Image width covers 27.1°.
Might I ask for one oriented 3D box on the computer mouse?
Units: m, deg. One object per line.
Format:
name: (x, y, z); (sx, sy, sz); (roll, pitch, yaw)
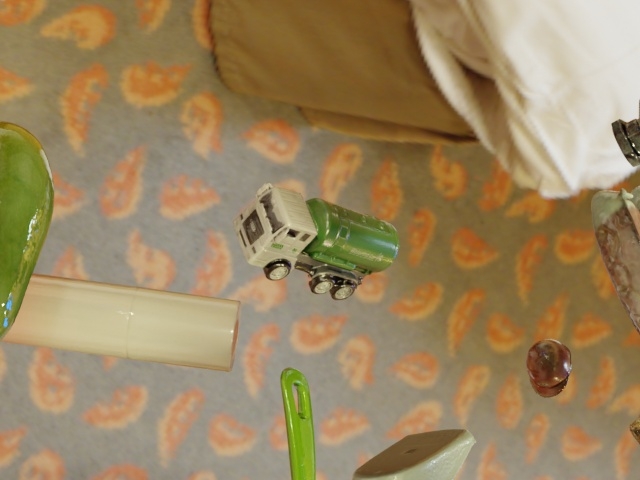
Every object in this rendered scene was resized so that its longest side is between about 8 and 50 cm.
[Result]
computer mouse: (0.131, 0.334, 1.896); (0.231, 0.128, 0.079); (-25, 104, -49)

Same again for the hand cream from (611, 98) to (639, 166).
hand cream: (0.361, -0.137, 1.052); (0.271, 0.058, 0.091); (-27, 144, 21)

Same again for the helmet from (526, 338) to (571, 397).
helmet: (0.319, 0.176, 1.882); (0.049, 0.065, 0.084); (39, 53, -50)

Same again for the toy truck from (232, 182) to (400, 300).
toy truck: (0.000, 0.000, 1.905); (0.242, 0.101, 0.125); (16, 131, -42)

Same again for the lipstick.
lipstick: (-0.261, 0.092, 1.570); (0.327, 0.087, 0.087); (8, 102, 1)

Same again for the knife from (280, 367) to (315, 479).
knife: (-0.014, 0.157, 0.772); (0.078, 0.023, 0.166); (26, 66, -65)

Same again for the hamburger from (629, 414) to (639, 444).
hamburger: (0.517, 0.213, 1.634); (0.262, 0.124, 0.131); (-30, 98, -9)

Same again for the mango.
mango: (-0.341, -0.003, 1.351); (0.114, 0.156, 0.251); (25, 60, -52)

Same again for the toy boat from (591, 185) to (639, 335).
toy boat: (0.348, 0.051, 1.354); (0.155, 0.085, 0.227); (-6, 65, -51)
